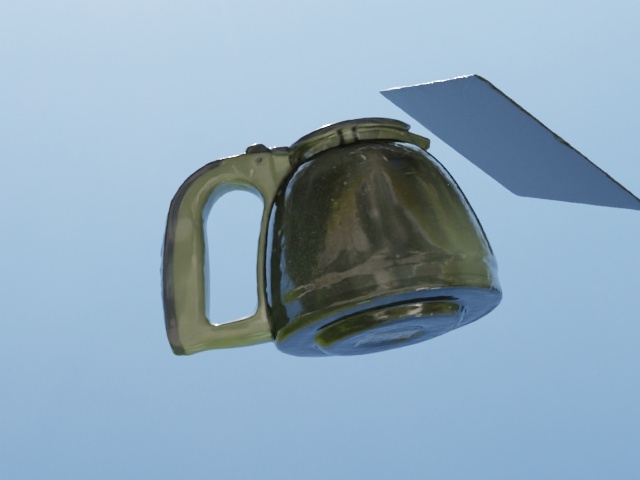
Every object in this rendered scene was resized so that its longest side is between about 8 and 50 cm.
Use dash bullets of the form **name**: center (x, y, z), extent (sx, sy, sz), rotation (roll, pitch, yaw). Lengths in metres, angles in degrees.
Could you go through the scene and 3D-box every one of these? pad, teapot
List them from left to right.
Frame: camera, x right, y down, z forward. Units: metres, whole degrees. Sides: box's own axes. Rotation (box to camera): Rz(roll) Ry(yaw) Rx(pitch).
- **teapot**: center (0.007, 0.001, 0.527), extent (0.149, 0.111, 0.108), rotation (-20, -111, 25)
- **pad**: center (0.122, -0.065, 0.732), extent (0.143, 0.211, 0.003), rotation (35, -93, -14)
